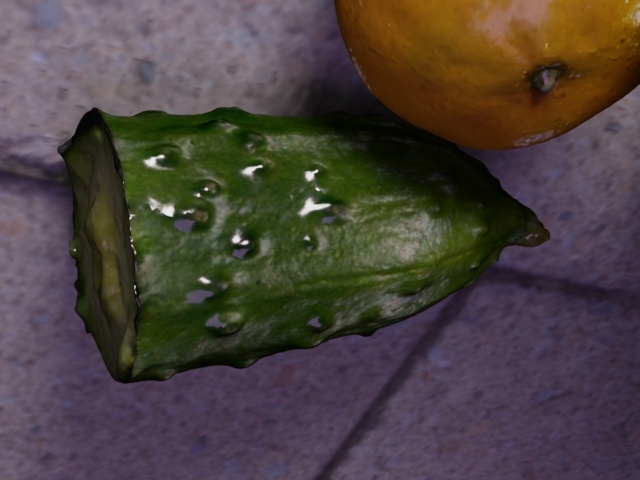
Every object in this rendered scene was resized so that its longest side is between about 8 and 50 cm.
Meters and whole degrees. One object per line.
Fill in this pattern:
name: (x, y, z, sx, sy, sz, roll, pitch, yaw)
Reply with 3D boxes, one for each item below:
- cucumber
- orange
cucumber: (0.000, -0.003, 0.789, 0.245, 0.134, 0.134, -4, 136, -20)
orange: (0.084, -0.109, 0.699, 0.156, 0.124, 0.156, -9, 134, -9)
